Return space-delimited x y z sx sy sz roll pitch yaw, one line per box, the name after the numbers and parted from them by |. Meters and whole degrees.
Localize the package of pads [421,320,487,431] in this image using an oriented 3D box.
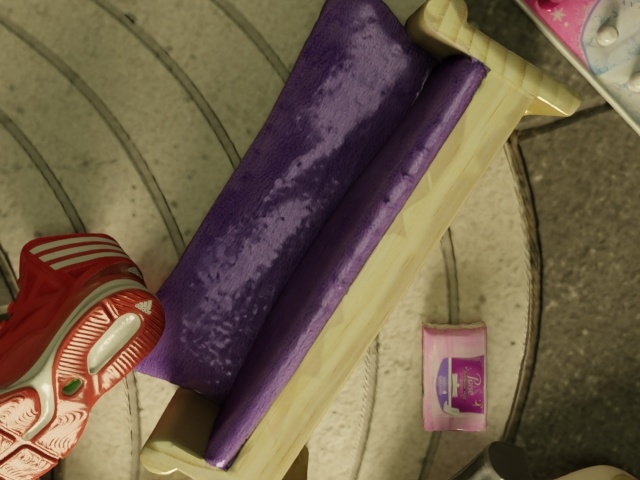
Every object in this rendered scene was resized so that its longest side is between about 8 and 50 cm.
0.103 0.104 0.775 0.050 0.032 0.083 -1 97 2 | package of pads

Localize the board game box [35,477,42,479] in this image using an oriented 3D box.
-0.369 0.271 0.786 0.319 0.066 0.318 43 96 -5 | board game box

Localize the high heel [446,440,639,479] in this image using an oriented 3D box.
0.172 0.255 0.791 0.261 0.093 0.186 27 126 -19 | high heel

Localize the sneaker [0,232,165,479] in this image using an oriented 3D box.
-0.213 0.085 0.741 0.221 0.128 0.087 -39 131 4 | sneaker

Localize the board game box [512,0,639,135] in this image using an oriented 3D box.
0.384 -0.208 0.722 0.390 0.050 0.390 -44 95 6 | board game box

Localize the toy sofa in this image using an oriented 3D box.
0.000 0.000 0.705 0.177 0.150 0.362 32 97 -4 | toy sofa
